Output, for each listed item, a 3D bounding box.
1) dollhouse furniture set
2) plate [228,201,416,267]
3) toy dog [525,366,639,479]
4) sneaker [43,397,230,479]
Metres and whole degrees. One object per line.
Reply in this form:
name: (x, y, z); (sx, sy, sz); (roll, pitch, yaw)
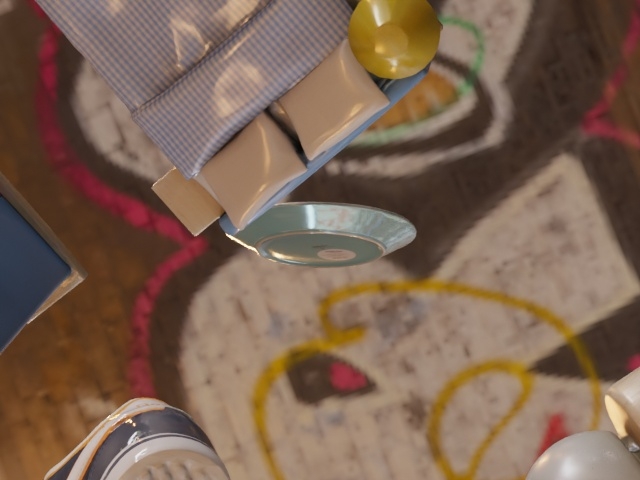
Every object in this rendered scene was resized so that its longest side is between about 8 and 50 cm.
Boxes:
dollhouse furniture set: (-0.137, -0.099, 0.792); (0.286, 0.303, 0.198); (50, -163, -9)
plate: (0.000, 0.000, 1.630); (0.188, 0.188, 0.024); (47, -139, -67)
toy dog: (0.214, 0.243, 1.034); (0.161, 0.220, 0.333); (76, -179, -88)
sneaker: (-0.165, 0.259, 1.181); (0.126, 0.321, 0.127); (28, -169, -23)
